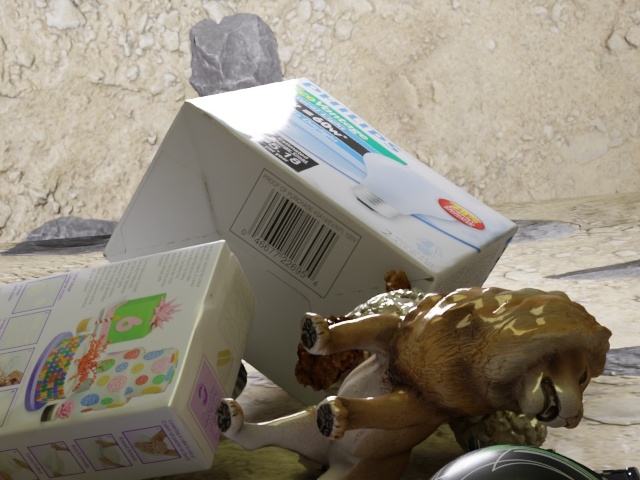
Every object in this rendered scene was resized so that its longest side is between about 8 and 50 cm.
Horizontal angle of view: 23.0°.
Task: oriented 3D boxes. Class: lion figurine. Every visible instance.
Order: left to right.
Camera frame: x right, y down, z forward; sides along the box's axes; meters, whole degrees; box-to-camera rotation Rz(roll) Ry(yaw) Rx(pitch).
[{"bbox_3d":[0.057,0.152,1.367,0.240,0.142,0.392,-2,-23,-34],"label":"lion figurine"}]

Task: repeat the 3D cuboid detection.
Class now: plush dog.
[{"bbox_3d":[0.092,0.111,1.523,0.263,0.210,0.225,-3,-14,0],"label":"plush dog"}]

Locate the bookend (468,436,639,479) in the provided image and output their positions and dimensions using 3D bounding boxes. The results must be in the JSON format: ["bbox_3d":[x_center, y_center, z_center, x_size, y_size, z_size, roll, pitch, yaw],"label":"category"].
[{"bbox_3d":[0.210,0.221,1.355,0.157,0.072,0.156,-3,9,5],"label":"bookend"}]

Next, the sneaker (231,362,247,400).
[{"bbox_3d":[-0.186,0.199,1.711,0.115,0.105,0.281,-35,-6,31],"label":"sneaker"}]

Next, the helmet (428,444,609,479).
[{"bbox_3d":[0.137,0.222,1.107,0.162,0.169,0.169,15,14,15],"label":"helmet"}]

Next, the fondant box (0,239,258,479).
[{"bbox_3d":[-0.247,0.135,1.568,0.330,0.096,0.238,-12,36,21],"label":"fondant box"}]

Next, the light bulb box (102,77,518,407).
[{"bbox_3d":[0.000,0.000,1.886,0.358,0.225,0.361,36,21,11],"label":"light bulb box"}]
